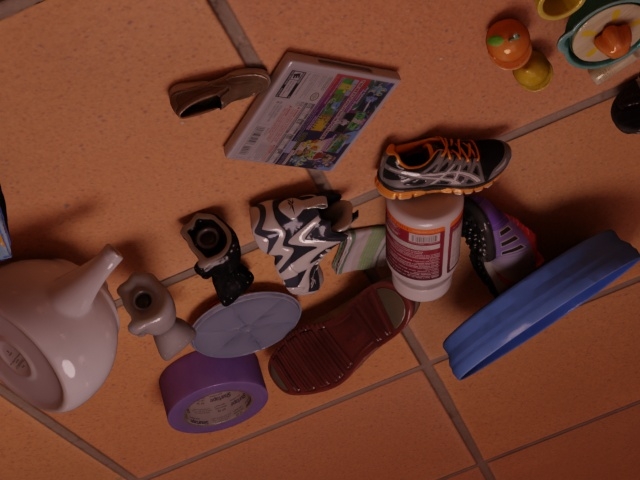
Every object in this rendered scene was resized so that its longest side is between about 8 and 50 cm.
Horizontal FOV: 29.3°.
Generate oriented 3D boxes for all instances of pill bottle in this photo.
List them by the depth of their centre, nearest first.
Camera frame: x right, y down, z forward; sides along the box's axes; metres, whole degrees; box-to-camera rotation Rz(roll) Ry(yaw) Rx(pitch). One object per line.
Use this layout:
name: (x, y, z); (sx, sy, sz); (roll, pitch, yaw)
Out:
pill bottle: (0.164, -0.005, 1.953); (0.121, 0.121, 0.221); (-14, 143, -8)

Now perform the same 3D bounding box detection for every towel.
towel: (0.102, 0.014, 2.058); (0.152, 0.023, 0.113); (-6, 147, -20)

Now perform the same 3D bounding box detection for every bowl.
bowl: (0.387, 0.111, 2.181); (0.391, 0.077, 0.391); (-32, 168, -7)

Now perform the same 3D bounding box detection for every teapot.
teapot: (-0.389, 0.119, 1.812); (0.187, 0.256, 0.252); (-46, 135, -35)

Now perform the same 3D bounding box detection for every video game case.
video game case: (-0.013, -0.175, 1.710); (0.184, 0.023, 0.201); (5, 140, -33)

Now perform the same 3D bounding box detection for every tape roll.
tape roll: (-0.196, 0.274, 2.247); (0.189, 0.080, 0.189); (-13, 148, -8)

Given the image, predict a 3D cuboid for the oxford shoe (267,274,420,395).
oxford shoe: (0.053, 0.168, 2.171); (0.348, 0.123, 0.130); (-33, 180, 33)

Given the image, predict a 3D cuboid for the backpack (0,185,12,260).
backpack: (-0.498, -0.034, 1.585); (0.173, 0.116, 0.158); (-9, 146, -11)

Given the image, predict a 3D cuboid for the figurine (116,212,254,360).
figurine: (-0.200, 0.086, 1.900); (0.215, 0.092, 0.209); (-43, 155, -9)

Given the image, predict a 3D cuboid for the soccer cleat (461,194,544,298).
soccer cleat: (0.306, -0.006, 2.072); (0.116, 0.108, 0.318); (-32, 150, 0)

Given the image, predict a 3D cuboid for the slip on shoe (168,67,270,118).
slip on shoe: (-0.129, -0.191, 1.606); (0.135, 0.041, 0.051); (-10, 147, -13)

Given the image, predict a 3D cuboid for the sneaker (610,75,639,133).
sneaker: (0.592, -0.213, 1.895); (0.281, 0.106, 0.162); (-25, 151, 8)

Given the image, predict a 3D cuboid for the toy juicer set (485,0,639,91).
toy juicer set: (0.377, -0.267, 1.710); (0.329, 0.089, 0.209); (7, 140, -36)

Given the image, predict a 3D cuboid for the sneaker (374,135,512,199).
sneaker: (0.188, -0.120, 1.848); (0.215, 0.084, 0.083); (-13, 140, -10)

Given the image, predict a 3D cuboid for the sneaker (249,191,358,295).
sneaker: (0.000, 0.000, 1.914); (0.153, 0.094, 0.235); (-17, 139, 13)

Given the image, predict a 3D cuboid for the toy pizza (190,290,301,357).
toy pizza: (-0.132, 0.139, 2.119); (0.201, 0.032, 0.201); (-15, 148, -9)
